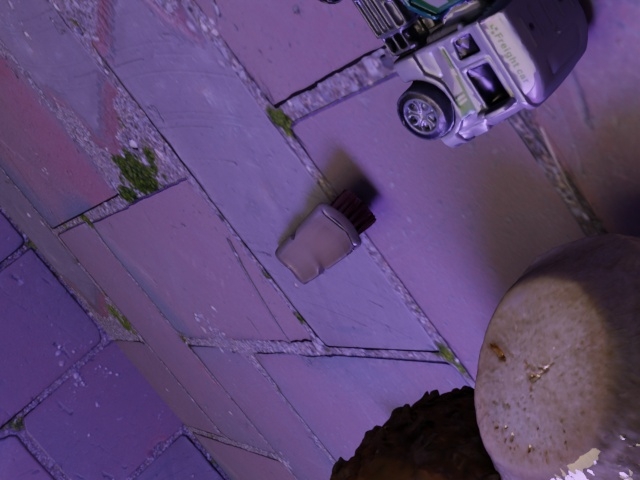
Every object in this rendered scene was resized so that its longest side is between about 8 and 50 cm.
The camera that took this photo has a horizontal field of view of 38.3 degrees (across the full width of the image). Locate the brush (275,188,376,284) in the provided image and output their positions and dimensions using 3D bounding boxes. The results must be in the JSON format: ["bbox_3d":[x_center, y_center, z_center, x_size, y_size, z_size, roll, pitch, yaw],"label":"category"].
[{"bbox_3d":[0.000,0.000,1.048,0.060,0.050,0.321,45,165,-1],"label":"brush"}]

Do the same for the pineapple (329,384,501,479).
[{"bbox_3d":[0.136,0.212,0.798,0.202,0.362,0.202,5,103,24],"label":"pineapple"}]

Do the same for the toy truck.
[{"bbox_3d":[0.061,-0.186,0.559,0.253,0.114,0.124,53,146,-14],"label":"toy truck"}]

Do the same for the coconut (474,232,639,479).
[{"bbox_3d":[0.226,0.103,0.625,0.222,0.202,0.202,14,172,-27],"label":"coconut"}]
